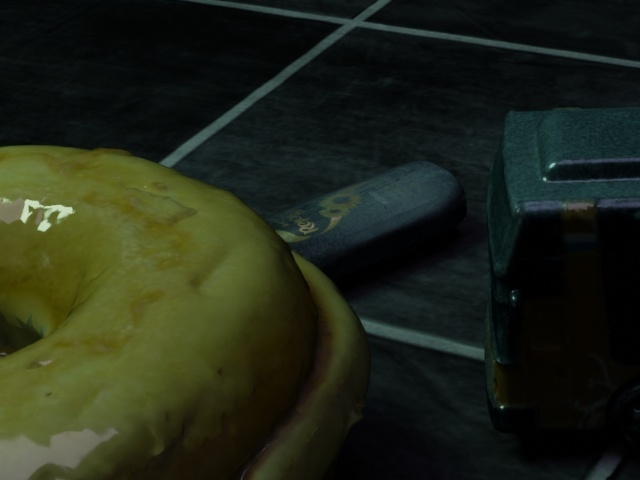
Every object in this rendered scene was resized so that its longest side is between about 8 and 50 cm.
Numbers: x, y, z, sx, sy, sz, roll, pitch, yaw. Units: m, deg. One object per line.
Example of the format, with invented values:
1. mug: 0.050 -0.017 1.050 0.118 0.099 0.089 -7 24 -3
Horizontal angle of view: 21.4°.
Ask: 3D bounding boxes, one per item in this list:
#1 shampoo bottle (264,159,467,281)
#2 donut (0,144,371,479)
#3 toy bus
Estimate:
1. shampoo bottle: 0.000 0.000 1.278 0.234 0.049 0.087 -22 32 -28
2. donut: -0.184 0.101 0.977 0.449 0.198 0.449 -4 30 2
3. toy bus: 0.264 0.016 1.065 0.323 0.194 0.162 -1 30 5
